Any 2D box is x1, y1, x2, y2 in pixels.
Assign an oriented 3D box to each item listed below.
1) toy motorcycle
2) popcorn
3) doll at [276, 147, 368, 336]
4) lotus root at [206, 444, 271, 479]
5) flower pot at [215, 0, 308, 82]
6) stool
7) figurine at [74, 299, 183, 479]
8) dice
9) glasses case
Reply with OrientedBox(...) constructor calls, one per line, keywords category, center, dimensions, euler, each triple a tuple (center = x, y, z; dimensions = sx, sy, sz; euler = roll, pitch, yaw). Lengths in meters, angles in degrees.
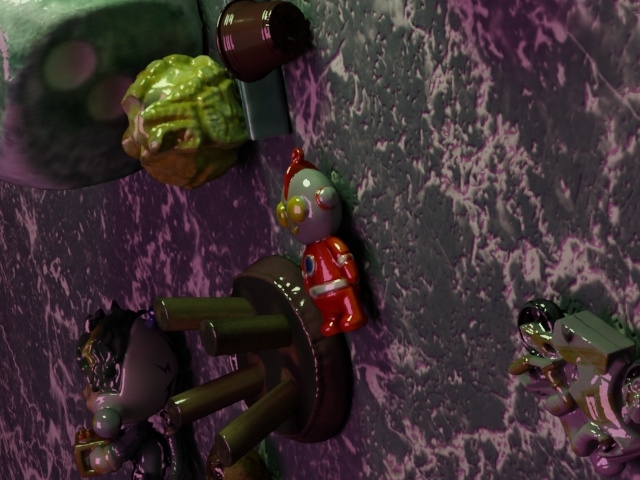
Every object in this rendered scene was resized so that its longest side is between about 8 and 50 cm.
OrientedBox(category="toy motorcycle", center=(0.268, 0.153, 1.337), dimensions=(0.225, 0.073, 0.152), euler=(29, 129, 53))
OrientedBox(category="popcorn", center=(-0.196, -0.166, 1.942), dimensions=(0.185, 0.167, 0.187), euler=(107, 144, -50))
OrientedBox(category="doll", center=(0.000, 0.000, 1.757), dimensions=(0.142, 0.076, 0.245), euler=(-17, 91, 61))
OrientedBox(category="lotus root", center=(-0.123, 0.407, 2.124), dimensions=(0.110, 0.097, 0.258), euler=(-128, 29, -50))
OrientedBox(category="flower pot", center=(-0.066, -0.263, 1.755), dimensions=(0.089, 0.111, 0.111), euler=(-4, 98, 46))
OrientedBox(category="stool", center=(-0.100, 0.168, 1.892), dimensions=(0.272, 0.178, 0.272), euler=(34, 131, 51))
OrientedBox(category="figurine", center=(-0.332, 0.292, 2.343), dimensions=(0.261, 0.186, 0.382), euler=(-134, 42, -70))
OrientedBox(category="dice", center=(-0.384, -0.296, 2.061), dimensions=(0.330, 0.348, 0.328), euler=(46, 139, 35))
OrientedBox(category="glasses case", center=(-0.092, -0.270, 1.848), dimensions=(0.105, 0.056, 0.266), euler=(-136, 37, -83))
